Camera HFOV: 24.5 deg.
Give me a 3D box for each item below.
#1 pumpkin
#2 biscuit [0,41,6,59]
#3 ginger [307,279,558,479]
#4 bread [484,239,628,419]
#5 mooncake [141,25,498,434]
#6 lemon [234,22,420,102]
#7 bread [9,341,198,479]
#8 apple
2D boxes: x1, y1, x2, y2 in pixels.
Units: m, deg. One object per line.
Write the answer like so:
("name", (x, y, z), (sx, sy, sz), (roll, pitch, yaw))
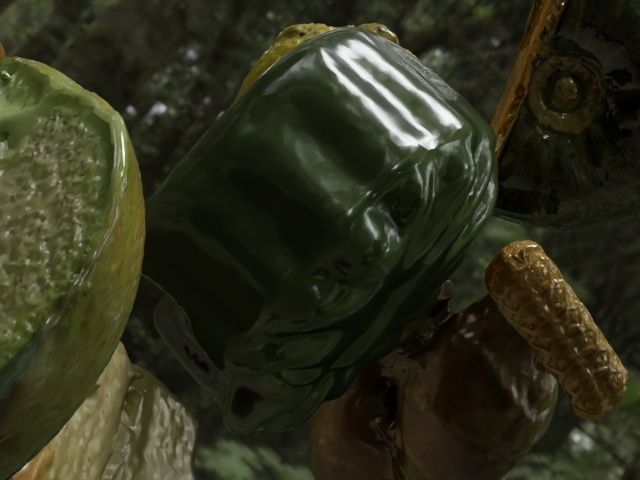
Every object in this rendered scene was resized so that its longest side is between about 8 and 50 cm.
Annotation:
("pumpkin", (0.299, -0.149, 1.478), (0.232, 0.325, 0.242), (20, 29, -6))
("biscuit", (-0.281, -0.078, 0.768), (0.296, 0.075, 0.296), (11, -55, 16))
("ginger", (0.101, 0.140, 1.485), (0.357, 0.152, 0.274), (-20, -91, 45))
("bread", (0.175, 0.067, 1.087), (0.157, 0.052, 0.044), (53, -12, -21))
("mooncake", (0.000, 0.000, 1.233), (0.187, 0.351, 0.351), (40, -15, 19))
("lemon", (0.015, -0.097, 1.597), (0.245, 0.245, 0.320), (35, -53, 22))
("bread", (-0.319, 0.219, 1.055), (0.390, 0.371, 0.279), (-1, -40, 22))
("apple", (-0.165, 0.055, 0.627), (0.120, 0.265, 0.193), (48, -4, -38))
